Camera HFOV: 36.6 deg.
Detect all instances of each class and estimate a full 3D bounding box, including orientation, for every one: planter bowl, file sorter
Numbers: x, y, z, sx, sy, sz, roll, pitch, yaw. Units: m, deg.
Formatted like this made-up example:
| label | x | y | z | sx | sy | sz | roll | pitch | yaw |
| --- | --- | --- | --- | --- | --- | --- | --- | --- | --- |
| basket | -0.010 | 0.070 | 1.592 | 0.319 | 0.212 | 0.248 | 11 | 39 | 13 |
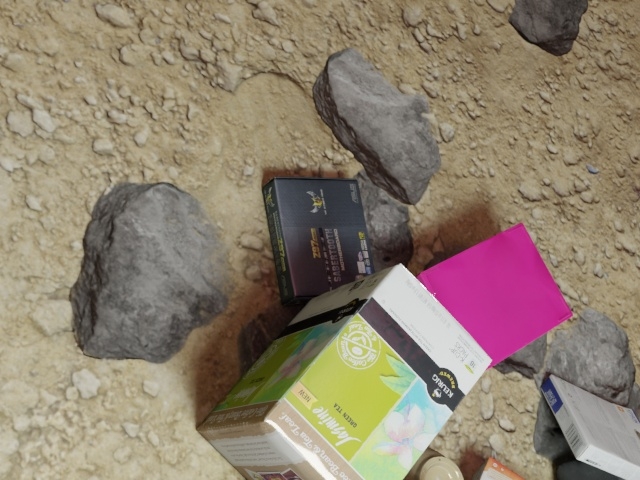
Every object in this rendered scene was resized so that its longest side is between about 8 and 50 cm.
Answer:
| label | x | y | z | sx | sy | sz | roll | pitch | yaw |
| --- | --- | --- | --- | --- | --- | --- | --- | --- | --- |
| planter bowl | 0.182 | 0.432 | 1.686 | 0.162 | 0.109 | 0.162 | 12 | 65 | -26 |
| file sorter | 0.282 | 0.130 | 1.823 | 0.290 | 0.182 | 0.202 | -23 | 83 | -37 |

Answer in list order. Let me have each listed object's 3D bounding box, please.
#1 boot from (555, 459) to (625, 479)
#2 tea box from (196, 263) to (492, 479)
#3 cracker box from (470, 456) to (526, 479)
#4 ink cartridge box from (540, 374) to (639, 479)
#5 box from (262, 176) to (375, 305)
| label | x | y | z | sx | sy | sz | roll | pitch | yaw |
| --- | --- | --- | --- | --- | --- | --- | --- | --- | --- |
| boot | 0.479 | 0.579 | 1.715 | 0.367 | 0.146 | 0.445 | 29 | 42 | -20 |
| tea box | 0.027 | 0.244 | 1.506 | 0.220 | 0.329 | 0.323 | 46 | 63 | -8 |
| cracker box | 0.305 | 0.504 | 1.641 | 0.155 | 0.067 | 0.232 | 32 | 44 | 4 |
| ink cartridge box | 0.562 | 0.380 | 1.905 | 0.224 | 0.045 | 0.223 | 24 | 23 | -19 |
| box | 0.000 | 0.000 | 1.779 | 0.183 | 0.059 | 0.233 | 0 | 72 | -30 |
